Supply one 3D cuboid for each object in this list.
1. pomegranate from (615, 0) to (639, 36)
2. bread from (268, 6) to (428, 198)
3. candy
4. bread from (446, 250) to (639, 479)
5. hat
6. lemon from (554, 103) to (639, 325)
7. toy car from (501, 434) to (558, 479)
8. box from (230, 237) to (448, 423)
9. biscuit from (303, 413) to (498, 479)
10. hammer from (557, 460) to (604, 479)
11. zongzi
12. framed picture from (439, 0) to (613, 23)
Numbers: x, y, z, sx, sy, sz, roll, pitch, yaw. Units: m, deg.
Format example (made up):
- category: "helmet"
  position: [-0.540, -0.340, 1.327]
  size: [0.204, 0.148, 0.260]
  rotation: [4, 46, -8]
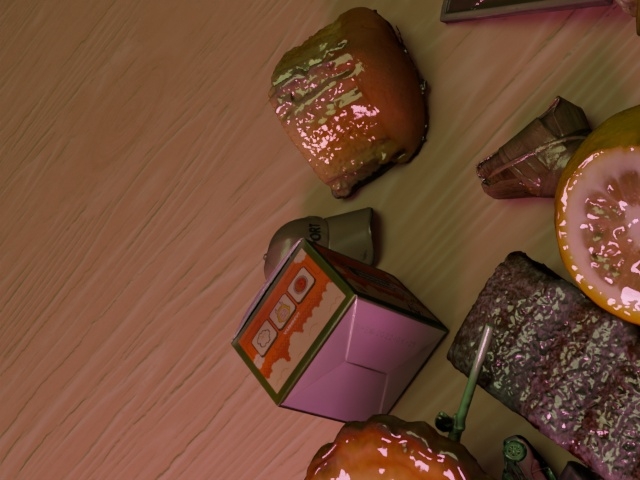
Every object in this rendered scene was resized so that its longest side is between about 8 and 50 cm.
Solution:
- category: "pomegranate"
  position: [0.414, -0.313, 1.140]
  size: [0.260, 0.260, 0.340]
  rotation: [-15, 37, 40]
- category: "bread"
  position: [0.041, -0.219, 1.553]
  size: [0.204, 0.163, 0.262]
  rotation: [-29, 68, 19]
- category: "candy"
  position: [0.161, 0.217, 1.237]
  size: [0.084, 0.078, 0.287]
  rotation: [44, 132, 42]
- category: "bread"
  position: [0.320, 0.163, 1.153]
  size: [0.416, 0.113, 0.165]
  rotation: [34, 96, 47]
- category: "hat"
  position: [0.000, 0.000, 1.550]
  size: [0.175, 0.085, 0.147]
  rotation: [-26, 56, 36]
- category: "lemon"
  position: [0.376, -0.036, 1.110]
  size: [0.240, 0.219, 0.240]
  rotation: [17, 118, 36]
- category: "toy car"
  position: [0.248, 0.285, 1.210]
  size: [0.055, 0.069, 0.142]
  rotation: [-20, 50, -9]
- category: "box"
  position: [0.023, 0.123, 1.396]
  size: [0.177, 0.195, 0.148]
  rotation: [-56, 44, 12]
- category: "biscuit"
  position: [0.118, 0.360, 1.230]
  size: [0.335, 0.078, 0.329]
  rotation: [45, 132, 14]
- category: "hammer"
  position: [0.353, 0.324, 1.080]
  size: [0.288, 0.111, 0.033]
  rotation: [41, 103, 36]
- category: "zongzi"
  position: [0.283, -0.067, 1.314]
  size: [0.160, 0.078, 0.176]
  rotation: [-42, 52, 31]
- category: "framed picture"
  position: [0.289, -0.416, 1.431]
  size: [0.324, 0.020, 0.240]
  rotation: [8, 84, 57]
